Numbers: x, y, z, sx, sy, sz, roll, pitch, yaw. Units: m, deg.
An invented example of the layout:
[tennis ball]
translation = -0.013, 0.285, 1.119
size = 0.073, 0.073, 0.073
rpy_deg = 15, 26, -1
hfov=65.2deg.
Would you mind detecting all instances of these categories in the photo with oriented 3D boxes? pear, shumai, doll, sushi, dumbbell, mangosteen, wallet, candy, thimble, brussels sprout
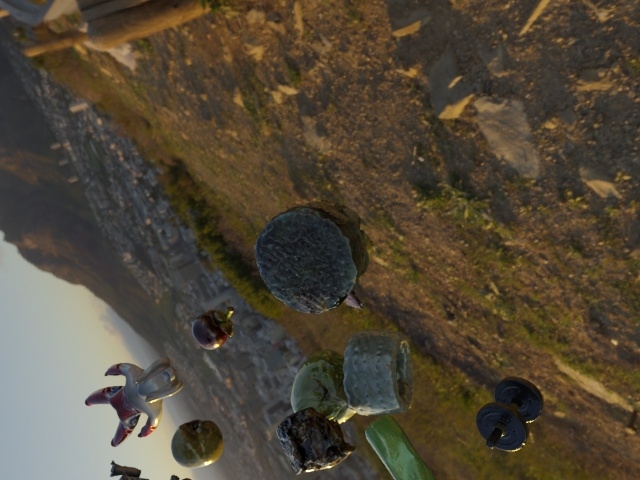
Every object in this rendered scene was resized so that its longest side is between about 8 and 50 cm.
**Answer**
[pear]
translation = -0.399, 0.654, 1.621
size = 0.167, 0.167, 0.137
rpy_deg = 173, 91, -65
[shumai]
translation = 0.000, 0.000, 1.669
size = 0.394, 0.348, 0.396
rpy_deg = 11, 126, 15
[doll]
translation = -0.439, 0.370, 1.177
size = 0.384, 0.099, 0.188
rpy_deg = -36, 86, 40
[sushi]
translation = -0.017, 0.652, 1.627
size = 0.213, 0.203, 0.200
rpy_deg = 64, 161, 8
[dumbbell]
translation = 0.550, 0.497, 1.448
size = 0.143, 0.325, 0.143
rpy_deg = 16, 117, 35
[mangosteen]
translation = -0.404, 0.336, 1.943
size = 0.156, 0.181, 0.146
rpy_deg = 45, 156, 17
[wallet]
translation = 0.110, 0.232, 2.166
size = 0.111, 0.030, 0.166
rpy_deg = 2, 136, 49
[candy]
translation = 0.292, 0.781, 1.761
size = 0.344, 0.131, 0.142
rpy_deg = 52, 152, 37
[thimble]
translation = 0.209, 0.457, 1.727
size = 0.195, 0.291, 0.292
rpy_deg = -6, 117, 26
[brussels sprout]
translation = 0.025, 0.586, 1.982
size = 0.247, 0.328, 0.328
rpy_deg = 25, -179, -37

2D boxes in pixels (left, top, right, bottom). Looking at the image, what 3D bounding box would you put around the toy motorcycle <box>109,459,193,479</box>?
[toy motorcycle]
translation = -0.476, 0.677, 1.315
size = 0.400, 0.207, 0.134
rpy_deg = 30, -154, -24
